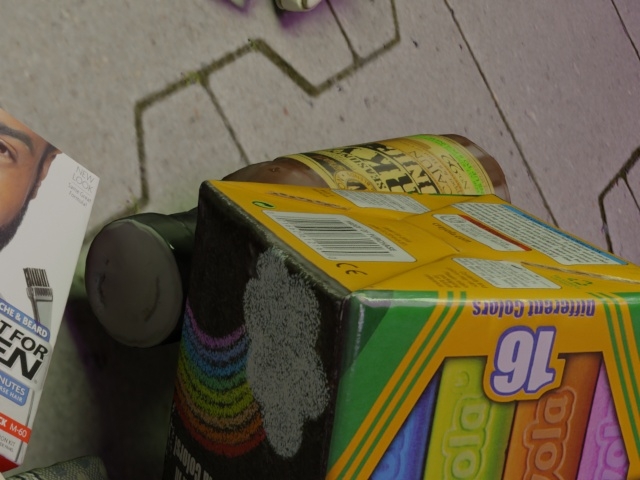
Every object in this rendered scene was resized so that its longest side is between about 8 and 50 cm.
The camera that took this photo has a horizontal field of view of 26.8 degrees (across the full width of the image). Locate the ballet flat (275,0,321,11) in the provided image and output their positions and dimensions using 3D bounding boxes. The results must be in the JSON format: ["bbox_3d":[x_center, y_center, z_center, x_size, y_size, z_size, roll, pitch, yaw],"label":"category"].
[{"bbox_3d":[-0.032,-0.204,0.934,0.221,0.077,0.079,7,86,-46],"label":"ballet flat"}]

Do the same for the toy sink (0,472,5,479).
[{"bbox_3d":[-0.158,0.166,0.438,0.234,0.131,0.153,60,33,-12],"label":"toy sink"}]

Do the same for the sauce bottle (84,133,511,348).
[{"bbox_3d":[0.000,0.000,0.829,0.344,0.111,0.111,-17,87,-55],"label":"sauce bottle"}]

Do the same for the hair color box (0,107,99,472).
[{"bbox_3d":[-0.171,0.020,0.643,0.093,0.053,0.167,37,45,-35],"label":"hair color box"}]

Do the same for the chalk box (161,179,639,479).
[{"bbox_3d":[0.033,0.133,0.659,0.179,0.180,0.289,0,108,-26],"label":"chalk box"}]

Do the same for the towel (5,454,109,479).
[{"bbox_3d":[-0.152,0.277,0.554,0.312,0.056,0.324,-13,81,-57],"label":"towel"}]
